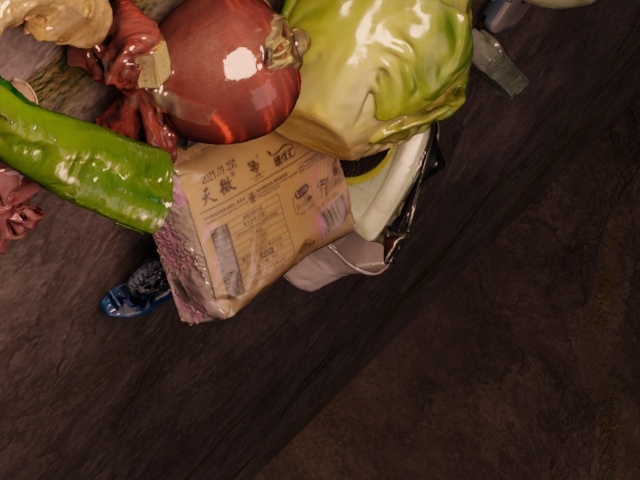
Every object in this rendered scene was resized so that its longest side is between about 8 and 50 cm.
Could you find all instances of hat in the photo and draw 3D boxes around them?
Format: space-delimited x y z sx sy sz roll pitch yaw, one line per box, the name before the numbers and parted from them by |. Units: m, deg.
hat | 0.000 0.000 1.940 0.126 0.203 0.203 -33 173 25

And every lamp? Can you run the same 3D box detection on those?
lamp | -0.104 -0.159 1.193 0.223 0.151 0.215 -45 156 -22

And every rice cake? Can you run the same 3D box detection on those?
rice cake | 0.298 -0.299 2.168 0.063 0.066 0.336 -49 165 8

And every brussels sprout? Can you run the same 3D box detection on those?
brussels sprout | 0.065 -0.222 1.382 0.294 0.227 0.259 -55 163 -8

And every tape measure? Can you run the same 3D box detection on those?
tape measure | 0.070 -0.121 1.633 0.207 0.235 0.115 -50 168 9

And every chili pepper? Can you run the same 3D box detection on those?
chili pepper | -0.238 -0.084 1.021 0.359 0.076 0.085 25 68 -58

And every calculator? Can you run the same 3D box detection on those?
calculator | 0.325 -0.415 1.995 0.121 0.039 0.210 -29 156 -55

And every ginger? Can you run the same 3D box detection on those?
ginger | -0.221 -0.184 1.012 0.173 0.051 0.069 -12 137 -59

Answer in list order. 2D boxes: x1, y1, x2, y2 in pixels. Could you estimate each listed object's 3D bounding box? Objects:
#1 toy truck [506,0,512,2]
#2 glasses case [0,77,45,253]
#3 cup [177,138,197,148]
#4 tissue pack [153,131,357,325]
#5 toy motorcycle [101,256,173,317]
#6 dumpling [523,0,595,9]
toy truck | 0.293 -0.427 1.783 0.191 0.085 0.116 -54 174 35
glasses case | -0.292 -0.043 1.124 0.102 0.070 0.193 -36 162 -34
cup | -0.133 -0.143 1.337 0.077 0.078 0.100 -36 -167 -23
tissue pack | -0.079 -0.048 1.481 0.256 0.123 0.215 -37 121 -42
toy motorcycle | -0.172 0.045 1.674 0.254 0.092 0.135 -16 155 -49
dumpling | 0.255 -0.396 1.465 0.212 0.320 0.270 -19 130 -34
